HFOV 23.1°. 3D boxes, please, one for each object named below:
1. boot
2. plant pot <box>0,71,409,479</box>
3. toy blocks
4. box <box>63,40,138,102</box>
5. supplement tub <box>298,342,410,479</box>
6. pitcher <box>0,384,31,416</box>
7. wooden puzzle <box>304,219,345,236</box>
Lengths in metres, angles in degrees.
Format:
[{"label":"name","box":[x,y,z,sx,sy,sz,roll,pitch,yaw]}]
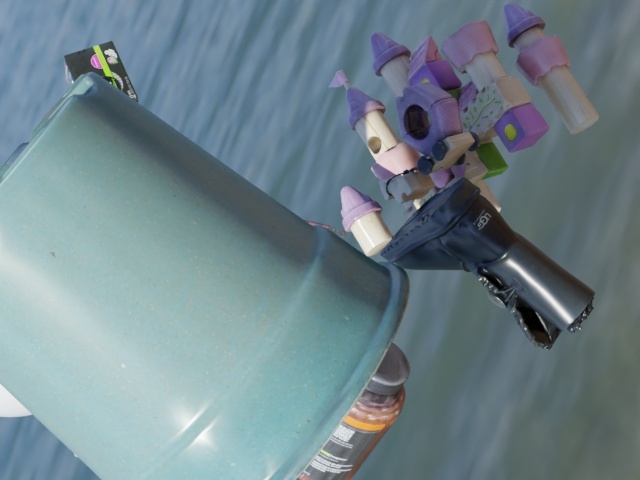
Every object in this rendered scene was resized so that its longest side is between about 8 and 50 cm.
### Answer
[{"label":"boot","box":[0.185,0.040,1.745,0.094,0.207,0.246,-48,4,-17]},{"label":"plant pot","box":[-0.158,0.052,1.379,0.341,0.334,0.341,-47,13,15]},{"label":"toy blocks","box":[0.128,-0.171,1.968,0.288,0.309,0.260,-46,68,45]},{"label":"box","box":[-0.252,-0.175,1.795,0.083,0.062,0.052,64,163,18]},{"label":"supplement tub","box":[0.033,0.200,1.846,0.106,0.106,0.198,-89,24,-46]},{"label":"pitcher","box":[-0.330,0.096,1.586,0.207,0.125,0.178,-2,39,29]},{"label":"wooden puzzle","box":[0.000,0.000,2.094,0.006,0.083,0.049,-39,-45,-50]}]
